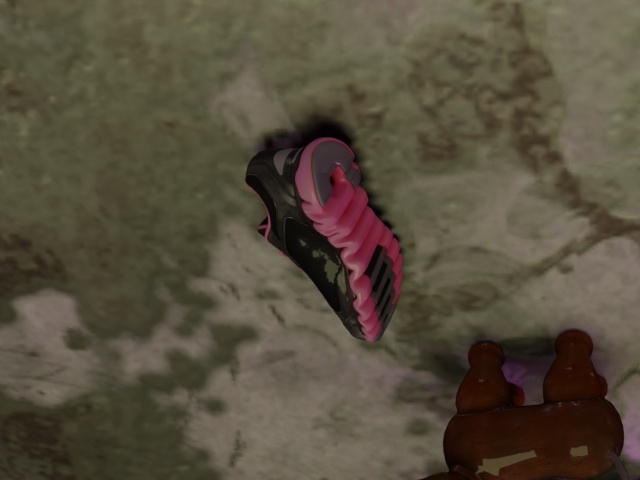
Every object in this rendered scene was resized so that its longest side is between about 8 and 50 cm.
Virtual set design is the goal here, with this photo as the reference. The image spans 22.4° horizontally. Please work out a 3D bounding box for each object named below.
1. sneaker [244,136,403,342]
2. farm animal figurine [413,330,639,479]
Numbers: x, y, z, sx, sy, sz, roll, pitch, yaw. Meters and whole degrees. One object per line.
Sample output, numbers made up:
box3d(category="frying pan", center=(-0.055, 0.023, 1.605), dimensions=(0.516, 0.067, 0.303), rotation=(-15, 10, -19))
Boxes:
box3d(category="sneaker", center=(0.000, 0.000, 0.775), dimensions=(0.057, 0.047, 0.119), rotation=(0, 131, 31))
box3d(category="farm animal figurine", center=(0.146, 0.226, 0.864), dimensions=(0.327, 0.172, 0.330), rotation=(11, 134, 0))
